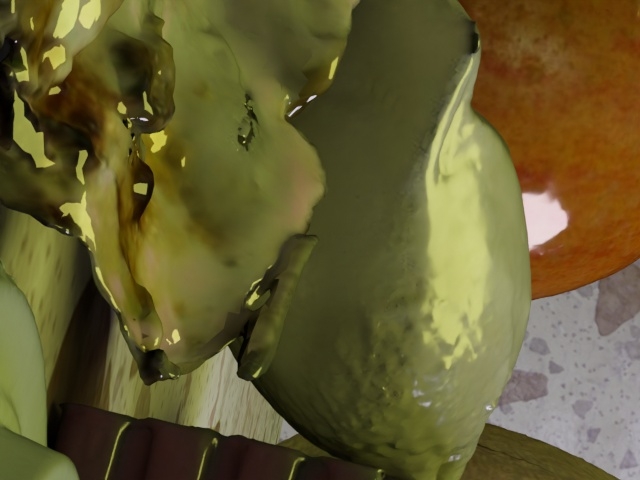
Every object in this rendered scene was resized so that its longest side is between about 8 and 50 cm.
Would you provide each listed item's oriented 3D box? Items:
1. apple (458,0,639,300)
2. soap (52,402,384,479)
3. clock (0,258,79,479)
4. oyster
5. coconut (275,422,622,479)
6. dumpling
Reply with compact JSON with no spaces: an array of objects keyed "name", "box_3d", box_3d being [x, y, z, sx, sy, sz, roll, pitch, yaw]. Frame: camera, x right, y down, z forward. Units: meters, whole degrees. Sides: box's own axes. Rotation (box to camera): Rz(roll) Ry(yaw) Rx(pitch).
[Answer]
[{"name":"apple","box_3d":[0.081,-0.107,0.840,0.299,0.275,0.299,16,90,-90]},{"name":"soap","box_3d":[-0.054,0.168,0.607,0.065,0.122,0.203,93,9,-74]},{"name":"clock","box_3d":[-0.087,0.105,0.367,0.236,0.053,0.236,12,90,-88]},{"name":"oyster","box_3d":[-0.021,-0.138,0.496,0.355,0.107,0.201,-66,153,-21]},{"name":"coconut","box_3d":[0.052,0.268,0.933,0.360,0.346,0.346,-66,166,-82]},{"name":"dumpling","box_3d":[0.000,0.004,0.652,0.126,0.166,0.216,-53,144,-19]}]
